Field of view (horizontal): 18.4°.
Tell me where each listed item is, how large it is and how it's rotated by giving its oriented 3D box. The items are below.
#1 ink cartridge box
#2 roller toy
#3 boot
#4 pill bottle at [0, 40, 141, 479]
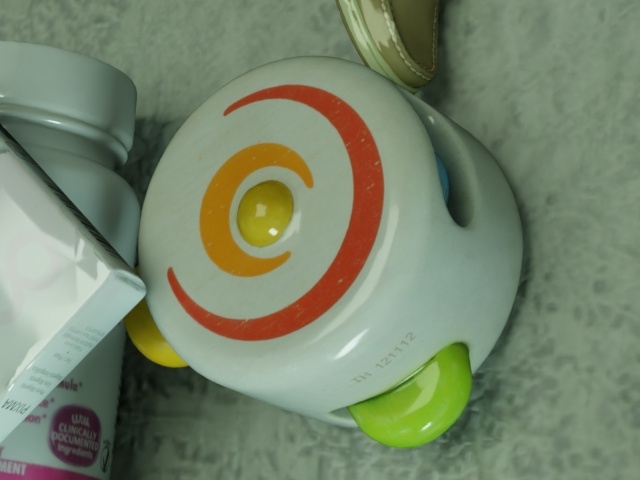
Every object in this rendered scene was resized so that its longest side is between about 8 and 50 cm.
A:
[{"bbox_3d":[-0.237,0.044,1.105,0.232,0.066,0.189,-44,66,-1],"label":"ink cartridge box"},{"bbox_3d":[0.000,0.000,1.104,0.209,0.146,0.191,16,84,36],"label":"roller toy"},{"bbox_3d":[0.090,-0.199,1.152,0.165,0.077,0.213,-16,63,26],"label":"boot"},{"bbox_3d":[-0.195,0.032,1.211,0.160,0.160,0.283,-4,74,32],"label":"pill bottle"}]
